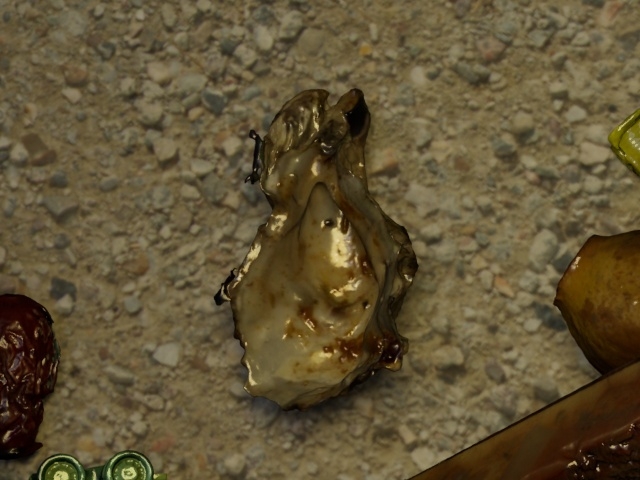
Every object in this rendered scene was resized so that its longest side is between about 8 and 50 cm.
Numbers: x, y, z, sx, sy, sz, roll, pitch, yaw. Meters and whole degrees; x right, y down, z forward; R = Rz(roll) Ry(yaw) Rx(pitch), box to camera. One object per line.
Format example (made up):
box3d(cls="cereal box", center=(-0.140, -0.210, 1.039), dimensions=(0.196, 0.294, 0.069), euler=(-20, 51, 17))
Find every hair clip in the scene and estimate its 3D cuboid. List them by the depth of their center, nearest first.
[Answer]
box3d(cls="hair clip", center=(0.345, -0.046, 1.630), dimensions=(0.072, 0.046, 0.173), euler=(-43, 68, 3))

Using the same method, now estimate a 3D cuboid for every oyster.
box3d(cls="oyster", center=(-0.007, 0.002, 1.657), dimensions=(0.198, 0.133, 0.337), euler=(-13, 70, 12))

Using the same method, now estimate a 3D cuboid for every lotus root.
box3d(cls="lotus root", center=(0.357, 0.071, 1.522), dimensions=(0.291, 0.193, 0.193), euler=(15, 79, 12))

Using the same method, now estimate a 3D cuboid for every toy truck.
box3d(cls="toy truck", center=(-0.278, 0.275, 1.606), dimensions=(0.260, 0.128, 0.135), euler=(1, 74, -11))

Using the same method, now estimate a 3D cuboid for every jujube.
box3d(cls="jujube", center=(-0.322, 0.136, 1.712), dimensions=(0.104, 0.104, 0.166), euler=(4, 76, 14))

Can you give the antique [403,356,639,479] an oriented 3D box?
box3d(cls="antique", center=(0.186, 0.219, 1.502), dimensions=(0.310, 0.087, 0.093), euler=(-32, 29, 26))
